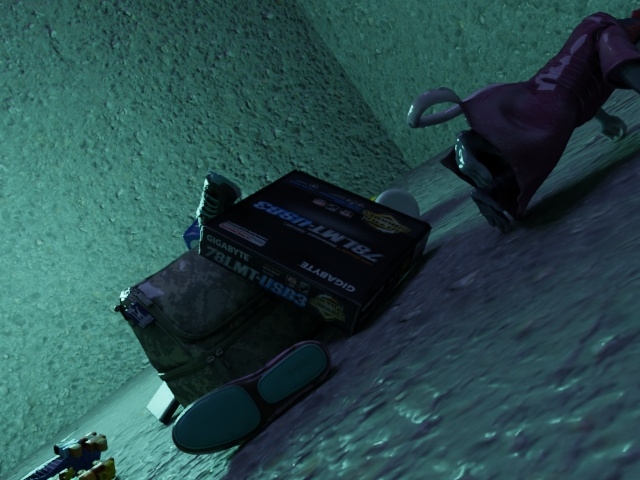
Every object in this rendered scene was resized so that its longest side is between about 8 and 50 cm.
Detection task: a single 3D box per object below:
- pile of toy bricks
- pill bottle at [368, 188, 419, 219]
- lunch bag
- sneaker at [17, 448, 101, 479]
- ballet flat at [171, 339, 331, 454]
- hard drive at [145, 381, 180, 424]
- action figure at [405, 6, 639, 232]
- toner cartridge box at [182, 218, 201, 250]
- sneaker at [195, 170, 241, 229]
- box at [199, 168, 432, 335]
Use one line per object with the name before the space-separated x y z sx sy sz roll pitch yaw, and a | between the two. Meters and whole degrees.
pile of toy bricks | -0.390 0.394 0.970 0.105 0.118 0.212 5 16 30
pill bottle | 0.159 -0.058 1.543 0.117 0.117 0.215 -36 3 -12
lunch bag | -0.175 0.127 1.098 0.305 0.256 0.212 -38 4 -35
sneaker | -0.561 0.498 1.273 0.232 0.081 0.090 -29 -2 -24
ballet flat | -0.083 0.205 0.794 0.221 0.077 0.079 -31 -16 -14
hard drive | -0.299 0.304 1.272 0.135 0.022 0.094 -56 28 -17
action figure | 0.325 -0.201 0.858 0.370 0.276 0.248 -49 -2 -2
toner cartridge box | -0.115 0.030 1.340 0.348 0.165 0.075 -3 34 25
sneaker | -0.179 -0.058 1.050 0.076 0.065 0.166 -61 -3 -20
box | 0.000 0.000 1.049 0.293 0.295 0.073 -37 -34 -51
